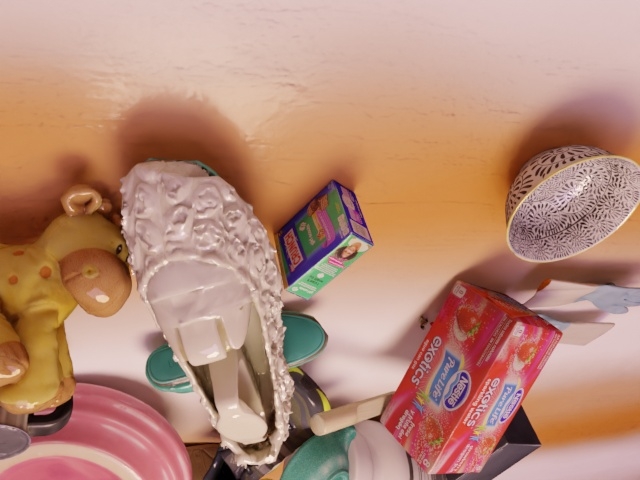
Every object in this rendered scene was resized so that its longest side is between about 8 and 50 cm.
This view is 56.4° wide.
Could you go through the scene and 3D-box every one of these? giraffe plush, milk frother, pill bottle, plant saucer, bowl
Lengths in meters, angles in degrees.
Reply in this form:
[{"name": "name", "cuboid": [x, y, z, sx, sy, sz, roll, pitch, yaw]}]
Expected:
[{"name": "giraffe plush", "cuboid": [-0.261, 0.043, 0.595, 0.171, 0.210, 0.181, -29, 171, -12]}, {"name": "milk frother", "cuboid": [-0.358, 0.155, 0.688, 0.129, 0.134, 0.143, -8, 137, -12]}, {"name": "pill bottle", "cuboid": [0.116, 0.451, 1.108, 0.210, 0.210, 0.363, -40, 133, 23]}, {"name": "plant saucer", "cuboid": [-0.354, 0.362, 0.850, 0.333, 0.084, 0.331, -2, 112, -4]}, {"name": "bowl", "cuboid": [0.289, -0.059, 0.723, 0.170, 0.080, 0.170, -10, 137, -10]}]

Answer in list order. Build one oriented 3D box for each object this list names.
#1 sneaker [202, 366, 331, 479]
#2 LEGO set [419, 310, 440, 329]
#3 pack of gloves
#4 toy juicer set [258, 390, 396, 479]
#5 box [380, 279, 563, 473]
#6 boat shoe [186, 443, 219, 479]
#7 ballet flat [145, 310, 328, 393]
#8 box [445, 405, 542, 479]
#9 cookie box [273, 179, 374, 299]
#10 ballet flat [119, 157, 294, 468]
[{"name": "sneaker", "cuboid": [-0.087, 0.312, 0.933, 0.121, 0.111, 0.300, -26, 154, -51]}, {"name": "LEGO set", "cuboid": [0.195, 0.123, 0.925, 0.083, 0.023, 0.054, -29, 137, 12]}, {"name": "pack of gloves", "cuboid": [0.403, 0.109, 0.983, 0.232, 0.046, 0.195, 6, 144, -21]}, {"name": "toy juicer set", "cuboid": [-0.028, 0.341, 0.876, 0.209, 0.090, 0.328, 32, 85, -50]}, {"name": "box", "cuboid": [0.218, 0.203, 0.878, 0.128, 0.123, 0.256, 17, 105, -39]}, {"name": "boat shoe", "cuboid": [-0.281, 0.406, 1.007, 0.285, 0.102, 0.092, 6, 128, -33]}, {"name": "ballet flat", "cuboid": [-0.113, 0.154, 0.826, 0.248, 0.083, 0.087, -12, 162, -6]}, {"name": "box", "cuboid": [0.283, 0.334, 1.079, 0.093, 0.158, 0.156, 14, 130, -31]}, {"name": "cookie box", "cuboid": [0.000, 0.000, 0.679, 0.040, 0.091, 0.107, 29, 121, -36]}, {"name": "ballet flat", "cuboid": [-0.099, 0.106, 0.637, 0.147, 0.147, 0.408, -16, 130, -2]}]
